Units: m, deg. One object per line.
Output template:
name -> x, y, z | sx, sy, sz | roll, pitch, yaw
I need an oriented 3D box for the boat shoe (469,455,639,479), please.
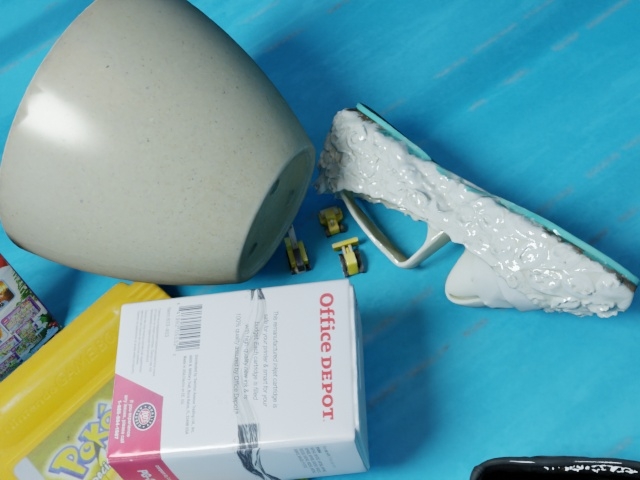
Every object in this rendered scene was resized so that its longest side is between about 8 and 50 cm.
boat shoe -> 0.264, 0.235, 0.802 | 0.340, 0.113, 0.127 | 4, 46, 50

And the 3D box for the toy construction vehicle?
toy construction vehicle -> 0.000, 0.000, 1.135 | 0.086, 0.035, 0.098 | -14, 56, 2

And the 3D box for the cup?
cup -> -0.147, -0.080, 1.068 | 0.237, 0.331, 0.331 | 28, 66, 10

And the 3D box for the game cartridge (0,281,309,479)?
game cartridge -> -0.199, 0.214, 1.027 | 0.285, 0.053, 0.323 | -43, 62, -17

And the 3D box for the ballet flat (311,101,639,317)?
ballet flat -> 0.150, -0.007, 1.075 | 0.147, 0.147, 0.409 | -43, 57, -16

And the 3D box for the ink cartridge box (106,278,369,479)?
ink cartridge box -> -0.075, 0.143, 0.962 | 0.237, 0.100, 0.172 | -7, 56, 8

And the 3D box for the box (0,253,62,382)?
box -> -0.432, 0.134, 1.031 | 0.057, 0.201, 0.293 | 35, 70, 27
